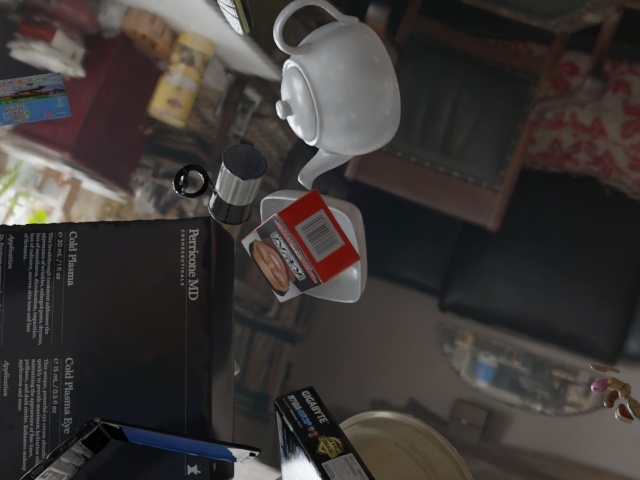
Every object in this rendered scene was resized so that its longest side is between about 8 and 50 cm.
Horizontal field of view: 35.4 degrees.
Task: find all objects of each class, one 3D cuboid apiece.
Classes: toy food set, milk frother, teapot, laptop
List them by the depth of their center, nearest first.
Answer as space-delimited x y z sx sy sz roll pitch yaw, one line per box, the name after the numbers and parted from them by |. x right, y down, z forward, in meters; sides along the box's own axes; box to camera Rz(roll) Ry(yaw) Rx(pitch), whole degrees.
-0.211 0.264 1.029 0.136 0.264 0.234 47 163 6 | laptop
0.459 0.246 1.557 0.078 0.019 0.122 13 -146 -20 | toy food set
0.011 -0.258 1.744 0.187 0.256 0.252 -17 167 -17 | teapot
-0.183 -0.115 1.811 0.143 0.129 0.135 -2 143 -21 | milk frother

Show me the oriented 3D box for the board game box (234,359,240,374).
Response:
-0.321 0.245 1.675 0.303 0.224 0.097 7 -134 -48 | board game box

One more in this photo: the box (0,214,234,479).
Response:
-0.278 0.152 1.319 0.312 0.343 0.179 -1 171 6 | box

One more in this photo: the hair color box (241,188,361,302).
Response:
-0.020 0.008 0.873 0.072 0.043 0.141 57 162 0 | hair color box

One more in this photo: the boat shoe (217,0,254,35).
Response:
-0.144 -0.449 1.656 0.080 0.073 0.223 36 153 51 | boat shoe

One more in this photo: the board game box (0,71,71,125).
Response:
-0.493 -0.227 1.623 0.160 0.039 0.211 -11 -159 -14 | board game box

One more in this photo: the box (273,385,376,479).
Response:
0.008 0.297 1.085 0.051 0.220 0.175 -14 -151 -17 | box

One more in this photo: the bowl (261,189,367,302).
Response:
0.000 0.000 1.262 0.142 0.053 0.142 14 127 30 | bowl

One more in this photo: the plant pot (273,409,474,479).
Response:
0.032 0.450 1.522 0.334 0.334 0.305 15 -169 35 | plant pot
